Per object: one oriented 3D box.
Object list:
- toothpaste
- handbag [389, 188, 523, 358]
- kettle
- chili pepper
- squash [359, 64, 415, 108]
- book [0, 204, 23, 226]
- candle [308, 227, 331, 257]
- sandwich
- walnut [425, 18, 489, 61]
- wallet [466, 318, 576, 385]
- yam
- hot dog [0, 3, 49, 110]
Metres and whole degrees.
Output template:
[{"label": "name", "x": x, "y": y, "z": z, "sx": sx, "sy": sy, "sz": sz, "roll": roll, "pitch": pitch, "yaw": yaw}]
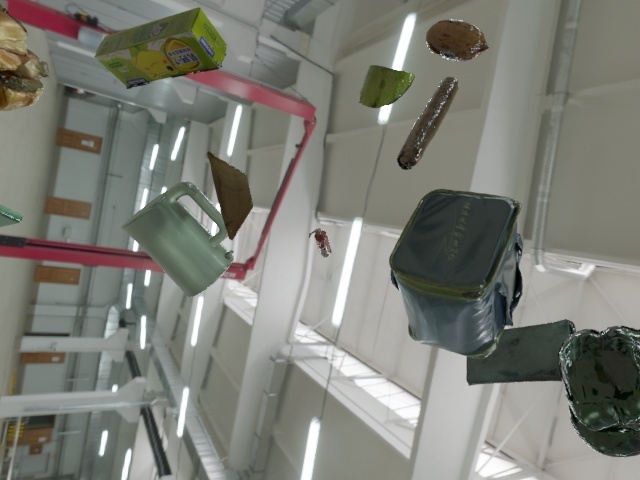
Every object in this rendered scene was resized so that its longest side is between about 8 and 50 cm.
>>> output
[{"label": "toothpaste", "x": -0.390, "y": -0.458, "z": 0.981, "sx": 0.328, "sy": 0.110, "sz": 0.077, "roll": 1, "pitch": -115, "yaw": 26}, {"label": "handbag", "x": 0.265, "y": 0.065, "z": 0.789, "sx": 0.222, "sy": 0.241, "sz": 0.263, "roll": 14, "pitch": -127, "yaw": 35}, {"label": "kettle", "x": -0.446, "y": 0.000, "z": 1.321, "sx": 0.265, "sy": 0.318, "sz": 0.205, "roll": -18, "pitch": -153, "yaw": 44}, {"label": "chili pepper", "x": 0.675, "y": 0.341, "z": 0.918, "sx": 0.248, "sy": 0.233, "sz": 0.256, "roll": -43, "pitch": -178, "yaw": 37}, {"label": "squash", "x": 0.214, "y": -0.567, "z": 1.444, "sx": 0.192, "sy": 0.085, "sz": 0.184, "roll": 25, "pitch": -105, "yaw": 35}, {"label": "book", "x": -0.483, "y": -0.051, "z": 0.520, "sx": 0.103, "sy": 0.135, "sz": 0.017, "roll": -8, "pitch": -117, "yaw": 22}, {"label": "candle", "x": 0.000, "y": 0.000, "z": 1.160, "sx": 0.162, "sy": 0.048, "sz": 0.053, "roll": 72, "pitch": 27, "yaw": -64}, {"label": "sandwich", "x": -0.252, "y": -0.133, "z": 1.157, "sx": 0.094, "sy": 0.096, "sz": 0.257, "roll": -170, "pitch": -112, "yaw": -74}, {"label": "walnut", "x": 0.424, "y": -0.619, "z": 1.257, "sx": 0.207, "sy": 0.116, "sz": 0.115, "roll": 26, "pitch": -74, "yaw": 27}, {"label": "wallet", "x": 0.645, "y": 0.375, "z": 1.329, "sx": 0.379, "sy": 0.046, "sz": 0.190, "roll": -29, "pitch": -139, "yaw": 51}, {"label": "yam", "x": 0.212, "y": -0.231, "z": 0.784, "sx": 0.046, "sy": 0.046, "sz": 0.264, "roll": -23, "pitch": -151, "yaw": 54}, {"label": "hot dog", "x": -0.381, "y": -0.193, "z": 0.356, "sx": 0.109, "sy": 0.270, "sz": 0.072, "roll": 121, "pitch": -15, "yaw": -56}]
